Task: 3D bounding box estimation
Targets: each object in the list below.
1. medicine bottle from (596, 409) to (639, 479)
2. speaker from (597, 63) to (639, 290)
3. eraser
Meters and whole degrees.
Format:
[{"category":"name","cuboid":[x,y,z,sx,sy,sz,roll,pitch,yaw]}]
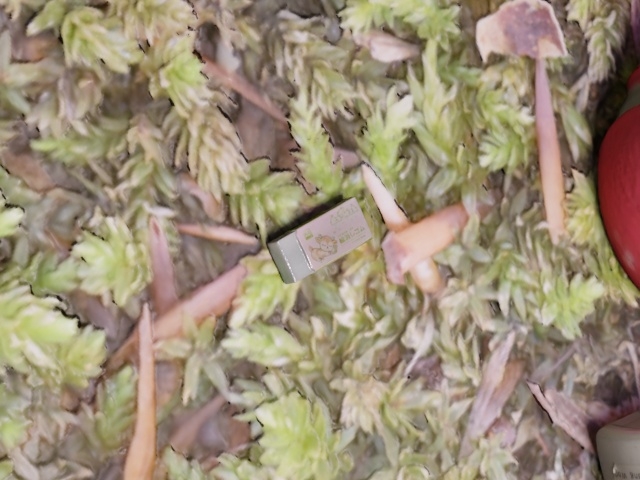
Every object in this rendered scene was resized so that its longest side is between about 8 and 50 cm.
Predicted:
[{"category":"medicine bottle","cuboid":[0.332,0.284,1.410,0.111,0.161,0.296,-19,96,-34]},{"category":"speaker","cuboid":[0.390,-0.060,1.494,0.294,0.294,0.294,6,80,-35]},{"category":"eraser","cuboid":[0.000,0.000,1.303,0.083,0.019,0.038,-31,102,-34]}]
